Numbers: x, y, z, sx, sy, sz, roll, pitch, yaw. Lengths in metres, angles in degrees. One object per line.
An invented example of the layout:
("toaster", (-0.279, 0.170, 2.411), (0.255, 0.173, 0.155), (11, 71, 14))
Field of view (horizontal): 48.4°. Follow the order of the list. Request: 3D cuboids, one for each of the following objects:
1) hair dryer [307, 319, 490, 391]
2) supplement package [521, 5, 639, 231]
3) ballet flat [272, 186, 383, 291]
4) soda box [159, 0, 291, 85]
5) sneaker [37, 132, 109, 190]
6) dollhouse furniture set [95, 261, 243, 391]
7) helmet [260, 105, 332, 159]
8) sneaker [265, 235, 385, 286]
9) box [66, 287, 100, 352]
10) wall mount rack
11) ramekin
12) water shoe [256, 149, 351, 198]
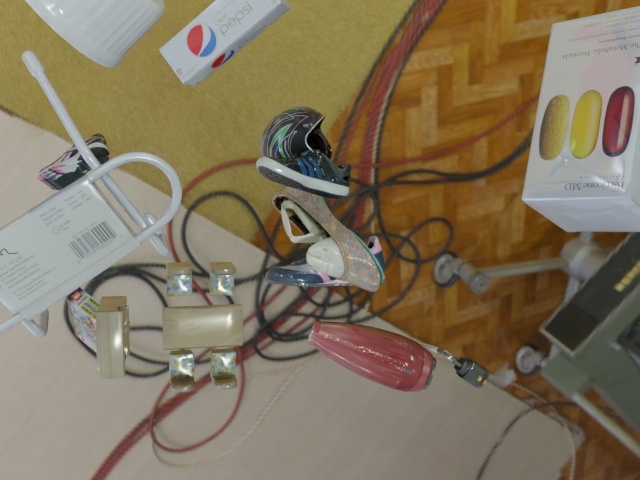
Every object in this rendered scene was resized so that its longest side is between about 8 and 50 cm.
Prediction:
("hair dryer", (0.098, 0.182, 1.115), (0.293, 0.223, 0.080), (23, 82, -38))
("supplement package", (0.360, -0.143, 0.889), (0.134, 0.139, 0.244), (24, 74, -43))
("ballet flat", (0.000, 0.000, 1.442), (0.106, 0.316, 0.107), (-20, 141, -27))
("soda box", (-0.159, -0.352, 1.186), (0.216, 0.069, 0.074), (-35, 91, 16))
("sneaker", (-0.535, -0.175, 1.563), (0.178, 0.077, 0.072), (-22, 135, 11))
("dollhouse furniture set", (-0.250, 0.153, 1.208), (0.242, 0.161, 0.212), (-1, 97, -14))
("helmet", (-0.056, -0.227, 1.651), (0.169, 0.169, 0.161), (-25, 106, -13))
("sneaker", (0.012, 0.051, 1.804), (0.319, 0.112, 0.131), (-2, 92, -23))
("box", (-0.467, 0.183, 1.488), (0.036, 0.114, 0.207), (-49, 170, -30))
("wall mount rack", (-0.368, -0.048, 0.912), (0.350, 0.130, 0.304), (-33, 119, -3))
("ramekin", (-0.380, -0.432, 1.153), (0.135, 0.277, 0.277), (-36, 126, 11))
("water shoe", (-0.032, -0.141, 1.375), (0.203, 0.073, 0.080), (17, 80, -32))
